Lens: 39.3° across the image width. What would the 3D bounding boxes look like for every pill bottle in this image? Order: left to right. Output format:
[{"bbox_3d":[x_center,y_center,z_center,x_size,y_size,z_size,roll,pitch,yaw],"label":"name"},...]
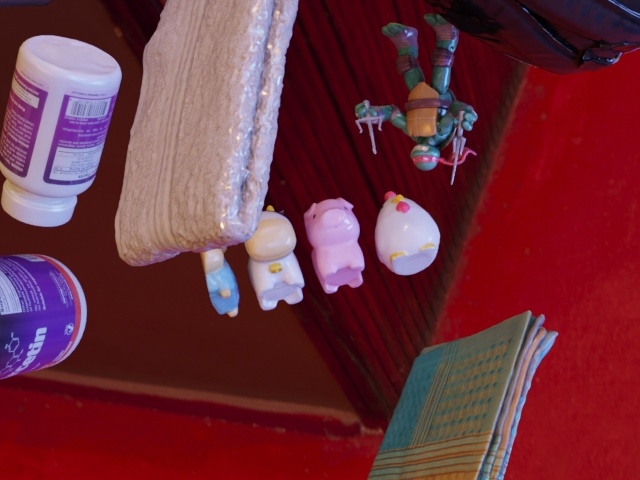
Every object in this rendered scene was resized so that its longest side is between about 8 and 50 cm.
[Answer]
[{"bbox_3d":[-0.486,0.113,1.265,0.182,0.323,0.181,0,91,17],"label":"pill bottle"},{"bbox_3d":[-0.456,-0.181,1.535,0.169,0.301,0.169,18,27,-10],"label":"pill bottle"}]

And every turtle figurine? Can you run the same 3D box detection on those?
[{"bbox_3d":[0.138,-0.185,1.230,0.175,0.118,0.234,-2,84,24],"label":"turtle figurine"}]

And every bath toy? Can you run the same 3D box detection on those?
[{"bbox_3d":[0.000,0.000,1.301,0.348,0.151,0.129,-11,60,-10],"label":"bath toy"}]

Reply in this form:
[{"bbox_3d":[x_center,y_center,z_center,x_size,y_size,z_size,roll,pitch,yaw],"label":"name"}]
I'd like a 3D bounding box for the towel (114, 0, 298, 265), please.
[{"bbox_3d":[-0.087,-0.124,0.689,0.187,0.049,0.282,-11,67,55],"label":"towel"}]

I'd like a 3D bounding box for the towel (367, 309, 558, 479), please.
[{"bbox_3d":[0.099,0.260,0.881,0.040,0.271,0.370,28,68,-10],"label":"towel"}]

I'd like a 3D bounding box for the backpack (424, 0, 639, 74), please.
[{"bbox_3d":[0.267,-0.345,1.066,0.290,0.355,0.273,-25,36,48],"label":"backpack"}]

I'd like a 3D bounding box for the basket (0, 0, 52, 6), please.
[{"bbox_3d":[-0.437,-0.344,1.047,0.227,0.204,0.154,-23,81,-37],"label":"basket"}]
